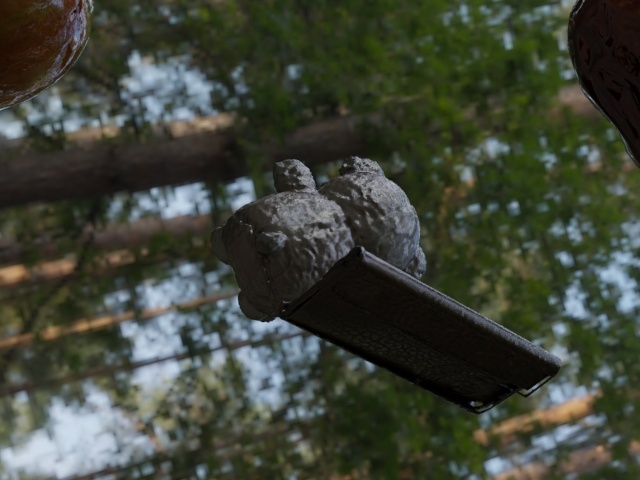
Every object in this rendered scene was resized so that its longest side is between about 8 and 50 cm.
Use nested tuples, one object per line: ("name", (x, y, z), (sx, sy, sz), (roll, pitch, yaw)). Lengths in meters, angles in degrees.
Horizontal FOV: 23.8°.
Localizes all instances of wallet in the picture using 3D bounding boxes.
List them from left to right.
("wallet", (0.093, 0.093, 1.427), (0.133, 0.243, 0.039), (-36, -144, 43))

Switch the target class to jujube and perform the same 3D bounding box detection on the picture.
("jujube", (0.363, -0.178, 1.586), (0.243, 0.183, 0.183), (58, -32, 16))

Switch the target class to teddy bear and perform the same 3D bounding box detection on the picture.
("teddy bear", (0.000, 0.000, 1.974), (0.151, 0.267, 0.236), (-33, -100, 55))

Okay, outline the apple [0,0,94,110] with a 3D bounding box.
("apple", (-0.230, -0.171, 0.921), (0.196, 0.196, 0.196), (34, -49, 51))
